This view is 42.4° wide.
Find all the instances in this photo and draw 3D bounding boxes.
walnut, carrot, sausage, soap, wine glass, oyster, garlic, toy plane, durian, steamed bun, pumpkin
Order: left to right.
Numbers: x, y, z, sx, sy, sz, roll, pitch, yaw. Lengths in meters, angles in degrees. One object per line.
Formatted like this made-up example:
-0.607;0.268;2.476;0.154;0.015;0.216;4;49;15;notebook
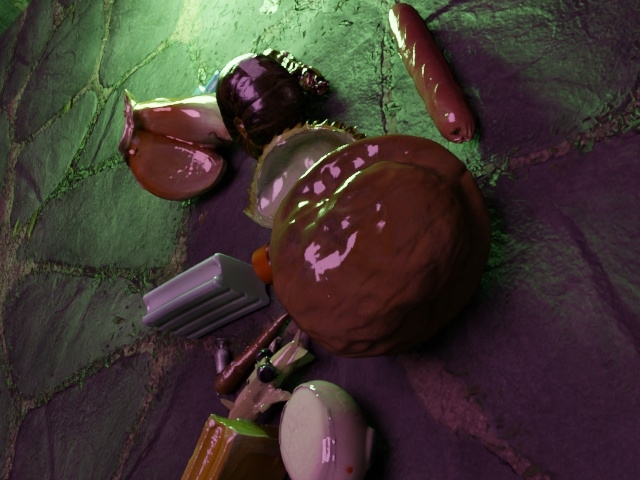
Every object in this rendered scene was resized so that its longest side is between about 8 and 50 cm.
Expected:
-0.345;-0.257;2.094;0.313;0.249;0.286;6;67;5;garlic
-0.261;0.131;1.866;0.265;0.160;0.087;-28;52;36;soap
-0.221;0.261;1.852;0.042;0.039;0.083;133;139;-53;wine glass
-0.183;0.501;1.583;0.091;0.199;0.314;23;88;46;soap
-0.147;0.243;1.782;0.254;0.049;0.049;-48;44;15;carrot
-0.111;0.285;1.659;0.244;0.092;0.229;-45;20;9;toy plane
-0.115;-0.301;1.877;0.189;0.260;0.260;-33;39;-15;pumpkin
-0.086;-0.403;2.007;0.345;0.079;0.128;29;86;52;oyster
-0.012;-0.136;1.687;0.394;0.163;0.198;-2;44;40;durian
0.019;0.362;1.478;0.177;0.131;0.228;-62;31;24;steamed bun
0.093;0.022;1.413;0.384;0.384;0.383;-22;57;39;walnut
0.212;-0.351;1.649;0.088;0.088;0.433;-42;46;26;sausage

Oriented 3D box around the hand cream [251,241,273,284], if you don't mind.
0.000;0.000;1.714;0.314;0.089;0.139;-29;40;25;hand cream

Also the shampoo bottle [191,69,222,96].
-0.333;-0.347;2.242;0.258;0.061;0.104;-49;48;19;shampoo bottle
